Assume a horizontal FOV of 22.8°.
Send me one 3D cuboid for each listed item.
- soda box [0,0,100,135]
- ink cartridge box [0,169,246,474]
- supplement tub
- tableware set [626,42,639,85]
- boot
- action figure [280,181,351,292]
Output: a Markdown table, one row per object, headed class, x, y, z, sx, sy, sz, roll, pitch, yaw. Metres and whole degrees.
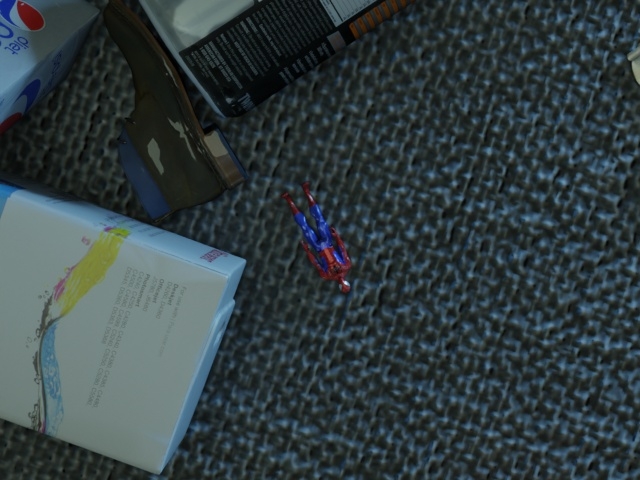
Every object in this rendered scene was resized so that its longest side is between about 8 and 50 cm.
| class | x | y | z | sx | sy | sz | roll | pitch | yaw |
| --- | --- | --- | --- | --- | --- | --- | --- | --- | --- |
| soda box | -0.310 | -0.152 | 1.434 | 0.098 | 0.286 | 0.091 | 33 | 123 | -1 |
| ink cartridge box | -0.230 | 0.068 | 1.489 | 0.270 | 0.198 | 0.197 | 20 | 93 | 1 |
| supplement tub | -0.010 | -0.272 | 1.469 | 0.316 | 0.193 | 0.193 | -33 | 92 | 2 |
| tableware set | 0.387 | -0.143 | 1.553 | 0.141 | 0.020 | 0.168 | -20 | 93 | 2 |
| boot | -0.171 | -0.123 | 1.536 | 0.106 | 0.082 | 0.219 | -34 | 94 | 0 |
| action figure | 0.000 | 0.000 | 1.566 | 0.038 | 0.030 | 0.115 | -28 | 94 | -2 |
